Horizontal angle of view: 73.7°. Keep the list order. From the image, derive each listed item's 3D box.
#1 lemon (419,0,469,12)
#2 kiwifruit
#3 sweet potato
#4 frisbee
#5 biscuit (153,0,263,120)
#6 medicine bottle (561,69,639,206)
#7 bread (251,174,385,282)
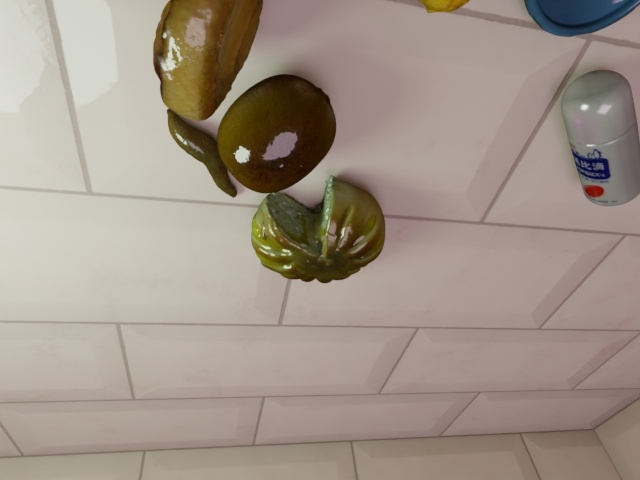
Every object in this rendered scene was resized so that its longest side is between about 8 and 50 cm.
[{"bbox_3d":[0.211,-0.444,0.682,0.114,0.114,0.155,8,132,-17],"label":"lemon"},{"bbox_3d":[-0.079,-0.204,0.818,0.233,0.196,0.196,-33,131,13],"label":"kiwifruit"},{"bbox_3d":[-0.237,-0.175,0.913,0.069,0.060,0.250,-7,142,26],"label":"sweet potato"},{"bbox_3d":[0.478,-0.498,0.719,0.288,0.049,0.290,-6,138,-6],"label":"frisbee"},{"bbox_3d":[-0.147,-0.317,0.619,0.101,0.297,0.297,18,130,-11],"label":"biscuit"},{"bbox_3d":[0.633,-0.226,0.955,0.130,0.130,0.341,-29,132,18],"label":"medicine bottle"},{"bbox_3d":[0.000,0.000,1.050,0.332,0.160,0.333,-5,136,-4],"label":"bread"}]
